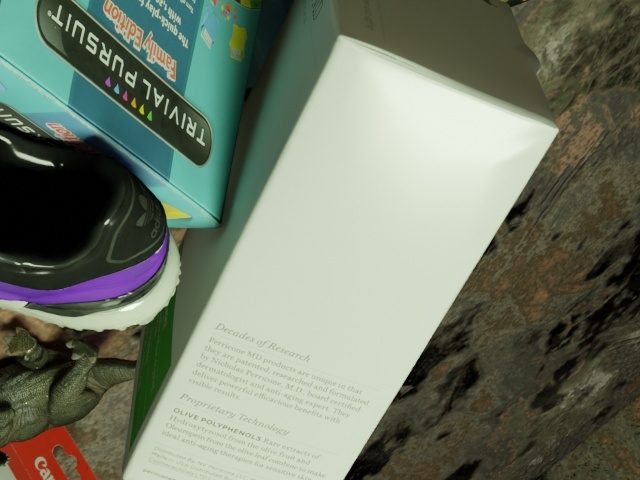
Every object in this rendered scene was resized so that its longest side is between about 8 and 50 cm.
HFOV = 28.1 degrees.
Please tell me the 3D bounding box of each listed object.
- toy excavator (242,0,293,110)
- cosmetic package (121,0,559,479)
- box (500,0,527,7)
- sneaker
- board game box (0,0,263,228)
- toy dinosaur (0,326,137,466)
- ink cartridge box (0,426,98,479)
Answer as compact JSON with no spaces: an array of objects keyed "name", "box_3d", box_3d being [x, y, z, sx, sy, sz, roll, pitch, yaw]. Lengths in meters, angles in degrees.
[{"name":"toy excavator","box_3d":[0.060,-0.175,1.046,0.222,0.432,0.445,-11,168,-39]},{"name":"cosmetic package","box_3d":[0.000,0.000,0.891,0.155,0.197,0.365,19,118,-13]},{"name":"box","box_3d":[0.135,-0.247,1.193,0.137,0.094,0.027,-23,147,-24]},{"name":"sneaker","box_3d":[-0.229,-0.016,0.709,0.294,0.102,0.146,-2,158,-3]},{"name":"board game box","box_3d":[-0.120,-0.207,0.778,0.254,0.079,0.336,41,55,-59]},{"name":"toy dinosaur","box_3d":[-0.292,0.155,1.287,0.314,0.121,0.160,-33,162,-18]},{"name":"ink cartridge box","box_3d":[-0.330,0.277,1.348,0.179,0.145,0.045,-39,152,0]}]
